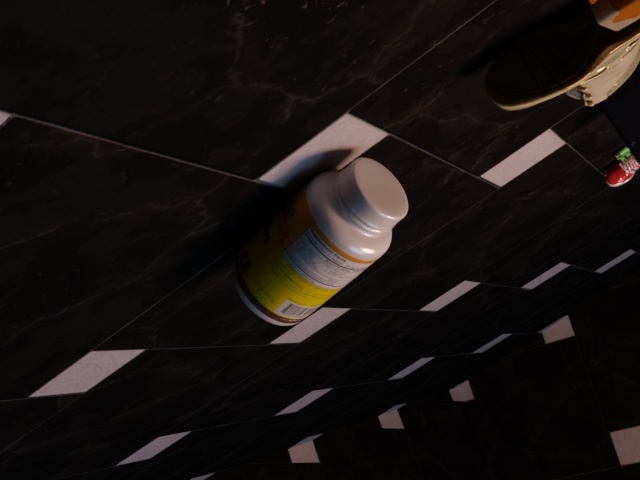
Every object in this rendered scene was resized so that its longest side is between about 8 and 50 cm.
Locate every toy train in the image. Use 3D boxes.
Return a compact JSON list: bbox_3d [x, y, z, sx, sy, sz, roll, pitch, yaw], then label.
[{"bbox_3d":[0.547,-0.167,1.696,0.083,0.017,0.023,-39,151,29],"label":"toy train"}]

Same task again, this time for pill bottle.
[{"bbox_3d":[0.000,0.000,1.125,0.117,0.117,0.215,-7,152,-51],"label":"pill bottle"}]

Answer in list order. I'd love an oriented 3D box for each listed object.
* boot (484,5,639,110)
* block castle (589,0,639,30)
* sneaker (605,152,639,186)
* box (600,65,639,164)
[{"bbox_3d":[0.282,-0.192,1.101,0.213,0.077,0.165,-32,165,0],"label":"boot"},{"bbox_3d":[0.282,-0.287,0.618,0.453,0.213,0.303,1,158,-47],"label":"block castle"},{"bbox_3d":[0.559,-0.144,1.738,0.118,0.042,0.067,-39,166,6],"label":"sneaker"},{"bbox_3d":[0.508,-0.181,1.309,0.059,0.183,0.233,-17,160,-33],"label":"box"}]
